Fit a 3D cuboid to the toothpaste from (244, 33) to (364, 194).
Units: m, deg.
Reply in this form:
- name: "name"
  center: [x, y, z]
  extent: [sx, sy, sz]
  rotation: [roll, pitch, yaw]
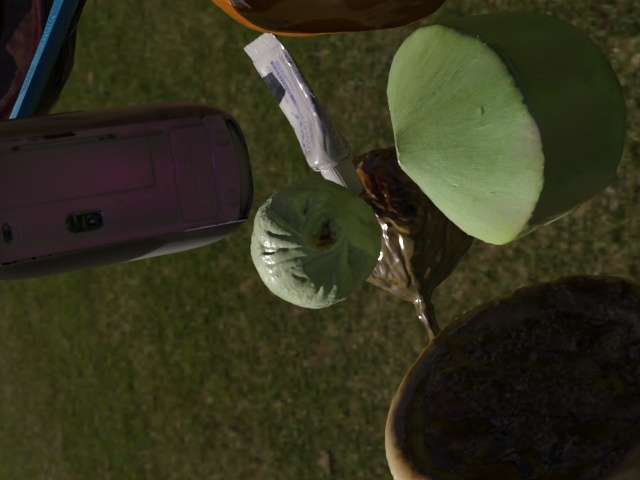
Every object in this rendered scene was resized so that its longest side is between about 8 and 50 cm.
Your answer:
- name: "toothpaste"
  center: [-0.021, -0.187, 1.763]
  extent: [0.099, 0.068, 0.282]
  rotation: [-26, 102, 36]

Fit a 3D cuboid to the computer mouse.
- name: "computer mouse"
  center: [-0.212, -0.054, 1.153]
  extent: [0.072, 0.310, 0.158]
  rotation: [-2, 98, 60]

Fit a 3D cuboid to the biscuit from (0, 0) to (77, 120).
- name: "biscuit"
  center: [-0.522, -0.299, 1.561]
  extent: [0.091, 0.407, 0.407]
  rotation: [-30, -52, -73]

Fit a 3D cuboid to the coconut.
- name: "coconut"
  center: [0.222, -0.152, 1.484]
  extent: [0.281, 0.328, 0.328]
  rotation: [126, 135, -52]

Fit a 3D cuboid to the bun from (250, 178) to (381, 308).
- name: "bun"
  center: [0.000, 0.000, 1.681]
  extent: [0.118, 0.195, 0.195]
  rotation: [145, 121, -67]

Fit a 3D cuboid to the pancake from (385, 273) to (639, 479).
- name: "pancake"
  center: [0.259, 0.175, 1.336]
  extent: [0.382, 0.382, 0.071]
  rotation: [40, 163, 54]

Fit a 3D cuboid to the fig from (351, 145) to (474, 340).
- name: "fig"
  center: [0.156, 0.023, 1.984]
  extent: [0.286, 0.286, 0.368]
  rotation: [-43, 55, 52]

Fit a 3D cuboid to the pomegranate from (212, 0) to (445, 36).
- name: "pomegranate"
  center: [0.010, -0.409, 1.216]
  extent: [0.410, 0.410, 0.410]
  rotation: [-1, 89, 61]

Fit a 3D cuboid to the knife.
- name: "knife"
  center: [-0.280, -0.187, 1.187]
  extent: [0.044, 0.026, 0.296]
  rotation: [-2, 65, 47]
